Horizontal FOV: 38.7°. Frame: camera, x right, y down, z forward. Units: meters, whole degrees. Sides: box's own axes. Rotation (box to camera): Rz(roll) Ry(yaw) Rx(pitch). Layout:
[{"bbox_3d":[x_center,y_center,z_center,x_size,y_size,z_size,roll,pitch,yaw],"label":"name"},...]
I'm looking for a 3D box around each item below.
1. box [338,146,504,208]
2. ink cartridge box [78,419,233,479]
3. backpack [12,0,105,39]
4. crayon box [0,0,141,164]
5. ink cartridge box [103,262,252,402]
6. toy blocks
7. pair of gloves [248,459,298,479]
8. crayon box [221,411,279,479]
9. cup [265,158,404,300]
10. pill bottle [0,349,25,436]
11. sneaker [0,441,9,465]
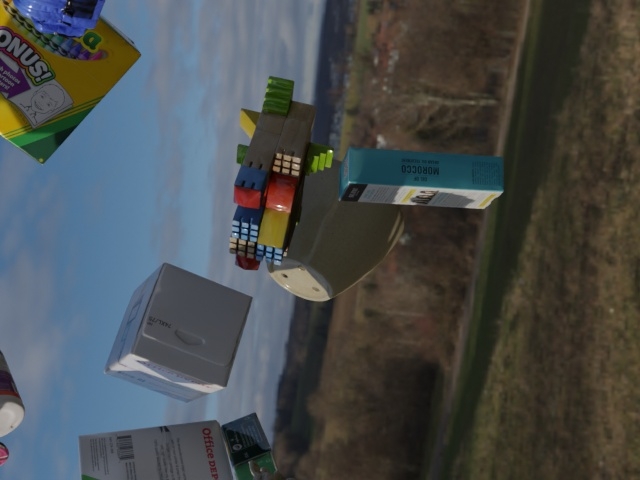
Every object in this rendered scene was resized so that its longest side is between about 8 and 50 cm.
[{"bbox_3d":[0.156,-0.097,1.436,0.100,0.244,0.060,120,152,-74],"label":"box"},{"bbox_3d":[-0.331,0.489,1.828,0.211,0.289,0.121,-112,25,-48],"label":"ink cartridge box"},{"bbox_3d":[-0.393,-0.356,1.340,0.098,0.120,0.101,53,125,39],"label":"backpack"},{"bbox_3d":[-0.599,-0.381,1.807,0.313,0.363,0.106,-46,33,9],"label":"crayon box"},{"bbox_3d":[-0.291,0.194,1.848,0.270,0.198,0.197,-32,38,62],"label":"ink cartridge box"},{"bbox_3d":[-0.096,-0.076,1.730,0.381,0.191,0.261,100,-176,-51],"label":"toy blocks"},{"bbox_3d":[-0.018,0.433,1.284,0.240,0.042,0.204,46,-162,-28],"label":"pair of gloves"},{"bbox_3d":[-0.101,0.530,1.803,0.203,0.083,0.323,-141,32,-74],"label":"crayon box"},{"bbox_3d":[0.000,0.000,2.126,0.331,0.331,0.237,97,-162,-60],"label":"cup"},{"bbox_3d":[-0.612,0.253,1.640,0.193,0.108,0.108,52,150,36],"label":"pill bottle"},{"bbox_3d":[-0.650,0.379,1.662,0.075,0.170,0.063,-97,5,-74],"label":"sneaker"}]
